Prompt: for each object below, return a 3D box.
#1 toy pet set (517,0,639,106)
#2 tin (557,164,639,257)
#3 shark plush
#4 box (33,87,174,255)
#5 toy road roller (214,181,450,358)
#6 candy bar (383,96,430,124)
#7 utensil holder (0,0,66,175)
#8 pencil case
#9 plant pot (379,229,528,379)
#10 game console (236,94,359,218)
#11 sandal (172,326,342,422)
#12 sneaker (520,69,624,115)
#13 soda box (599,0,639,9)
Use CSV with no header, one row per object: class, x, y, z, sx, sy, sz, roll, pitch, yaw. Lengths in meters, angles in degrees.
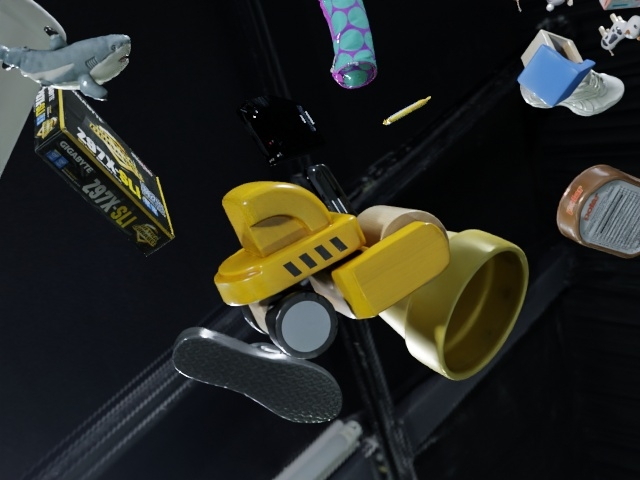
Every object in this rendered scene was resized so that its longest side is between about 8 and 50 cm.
toy pet set,0.227,-0.186,0.660,0.122,0.114,0.065,12,-135,-19
tin,0.390,-0.036,0.959,0.190,0.040,0.106,12,-74,-34
shark plush,-0.301,-0.212,0.826,0.161,0.073,0.067,9,-63,-9
box,-0.437,-0.150,1.467,0.079,0.257,0.322,-34,-51,6
toy road roller,0.000,0.000,1.069,0.330,0.202,0.240,-28,-76,-15
candy bar,0.249,-0.373,2.093,0.161,0.040,0.018,-30,-82,-18
utensil holder,-0.627,-0.218,1.125,0.328,0.328,0.385,27,-101,-41
pencil case,0.041,-0.314,1.114,0.070,0.064,0.151,-7,-110,-8
plant pot,0.198,0.082,1.290,0.254,0.239,0.254,-26,-51,-38
game console,-0.015,-0.126,1.419,0.361,0.044,0.213,57,-153,1
sandal,-0.136,0.306,1.757,0.446,0.107,0.167,27,-64,-17
sneaker,0.547,-0.325,1.524,0.232,0.115,0.090,-2,-104,-15
soda box,0.448,-0.348,0.946,0.183,0.058,0.063,-8,-115,-14
